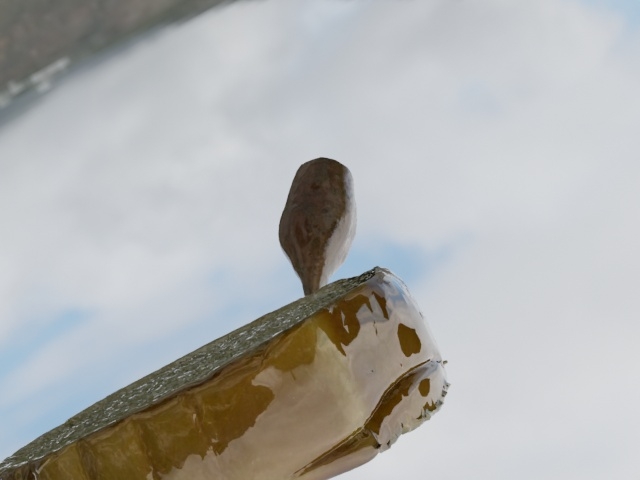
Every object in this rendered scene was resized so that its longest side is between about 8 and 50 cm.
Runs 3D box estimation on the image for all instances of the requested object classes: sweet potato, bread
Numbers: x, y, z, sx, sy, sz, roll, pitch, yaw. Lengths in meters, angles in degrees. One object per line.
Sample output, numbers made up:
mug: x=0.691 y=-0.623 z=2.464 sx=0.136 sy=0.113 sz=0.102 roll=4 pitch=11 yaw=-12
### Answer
sweet potato: x=0.000 y=0.000 z=1.130 sx=0.049 sy=0.049 sz=0.117 roll=-24 pitch=-140 yaw=27
bread: x=-0.047 y=0.088 z=0.902 sx=0.236 sy=0.070 sz=0.236 roll=-26 pitch=-178 yaw=1
